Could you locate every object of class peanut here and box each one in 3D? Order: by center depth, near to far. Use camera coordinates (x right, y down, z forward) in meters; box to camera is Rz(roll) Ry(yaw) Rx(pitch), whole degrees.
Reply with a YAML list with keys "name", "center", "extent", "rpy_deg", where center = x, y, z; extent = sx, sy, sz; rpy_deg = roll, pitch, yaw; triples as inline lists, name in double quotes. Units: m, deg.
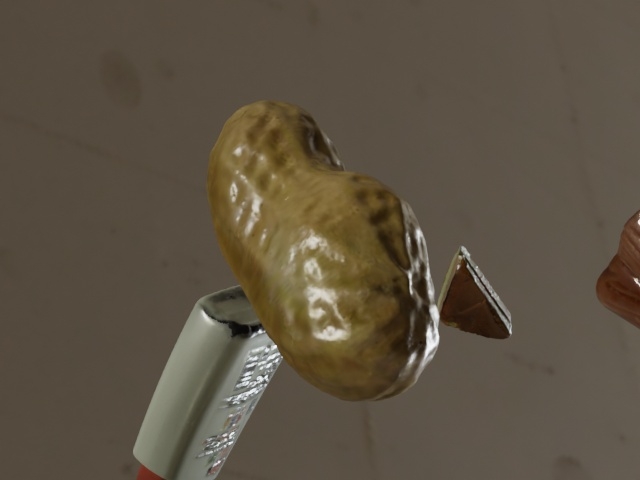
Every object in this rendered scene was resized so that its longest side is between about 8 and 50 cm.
- name: "peanut"
  center: [0.000, 0.000, 0.939]
  extent: [0.095, 0.108, 0.226]
  rpy_deg: [28, -160, -44]

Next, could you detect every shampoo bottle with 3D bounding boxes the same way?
- name: "shampoo bottle"
  center: [-0.115, 0.172, 1.505]
  extent: [0.071, 0.284, 0.153]
  rpy_deg: [34, -160, 18]

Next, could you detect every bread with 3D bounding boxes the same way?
- name: "bread"
  center: [0.144, 0.060, 1.628]
  extent: [0.109, 0.062, 0.043]
  rpy_deg: [57, -162, -26]

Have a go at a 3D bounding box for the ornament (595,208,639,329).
- name: "ornament"
  center: [0.398, 0.062, 1.456]
  extent: [0.221, 0.235, 0.217]
  rpy_deg: [43, -165, -51]
